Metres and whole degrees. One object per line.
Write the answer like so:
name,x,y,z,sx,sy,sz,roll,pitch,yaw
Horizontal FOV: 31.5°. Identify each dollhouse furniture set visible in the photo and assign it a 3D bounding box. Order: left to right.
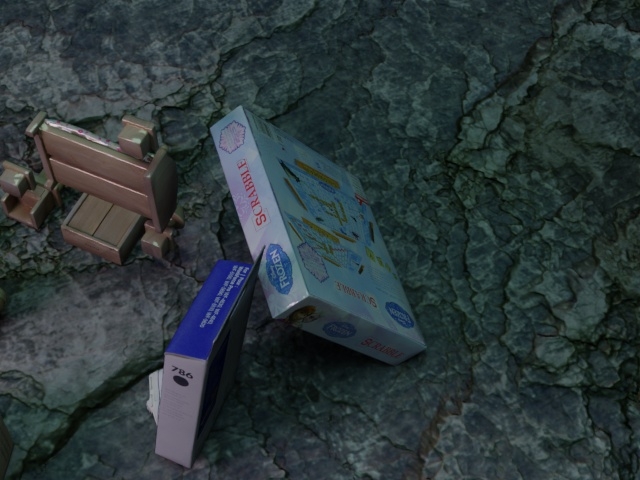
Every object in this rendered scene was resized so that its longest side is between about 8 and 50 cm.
dollhouse furniture set,-0.328,-0.145,1.654,0.303,0.356,0.174,21,59,12

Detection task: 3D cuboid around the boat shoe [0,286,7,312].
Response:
boat shoe,-0.589,0.128,1.631,0.285,0.105,0.089,-14,64,1

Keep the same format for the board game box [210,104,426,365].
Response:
board game box,0.000,0.000,1.615,0.066,0.318,0.318,-33,57,21

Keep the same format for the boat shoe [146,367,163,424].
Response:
boat shoe,-0.230,0.233,1.614,0.035,0.035,0.100,-18,65,22

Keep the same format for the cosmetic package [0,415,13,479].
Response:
cosmetic package,-0.498,0.365,1.445,0.113,0.160,0.310,7,59,2

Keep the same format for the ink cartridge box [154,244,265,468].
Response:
ink cartridge box,-0.148,0.148,1.478,0.065,0.333,0.165,23,50,5
